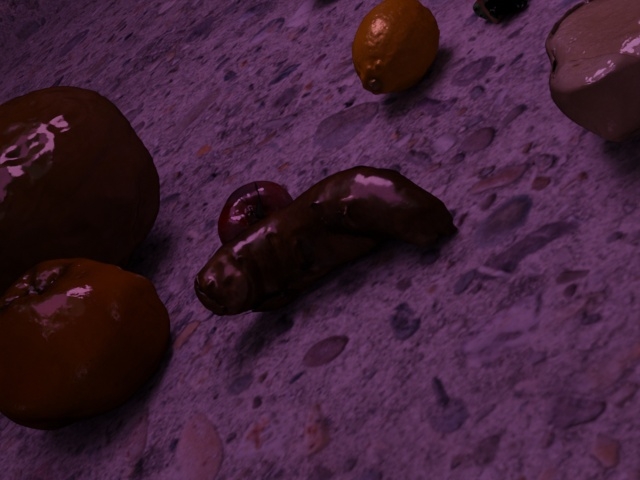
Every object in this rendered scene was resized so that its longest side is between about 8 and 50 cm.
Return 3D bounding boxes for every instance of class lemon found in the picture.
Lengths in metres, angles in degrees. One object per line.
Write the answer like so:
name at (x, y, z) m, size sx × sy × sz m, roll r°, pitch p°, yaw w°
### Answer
lemon at (0.098, -0.257, 1.487) m, size 0.114 × 0.114 × 0.155 m, roll -6°, pitch 46°, yaw 50°

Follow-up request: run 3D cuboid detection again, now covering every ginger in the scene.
ginger at (-0.001, -0.004, 1.260) m, size 0.309 × 0.107 × 0.133 m, roll -28°, pitch 16°, yaw 20°

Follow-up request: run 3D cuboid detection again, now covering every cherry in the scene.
cherry at (-0.080, -0.030, 1.425) m, size 0.106 × 0.087 × 0.126 m, roll -37°, pitch 8°, yaw 13°

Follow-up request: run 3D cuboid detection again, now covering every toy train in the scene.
toy train at (0.253, -0.347, 1.481) m, size 0.138 × 0.050 × 0.087 m, roll -53°, pitch 24°, yaw -17°

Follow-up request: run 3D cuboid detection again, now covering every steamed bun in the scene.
steamed bun at (0.308, -0.171, 1.085) m, size 0.212 × 0.110 × 0.231 m, roll -50°, pitch 20°, yaw -27°

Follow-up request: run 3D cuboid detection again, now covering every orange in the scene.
orange at (-0.320, 0.126, 1.407) m, size 0.249 × 0.183 × 0.249 m, roll -33°, pitch 26°, yaw 19°

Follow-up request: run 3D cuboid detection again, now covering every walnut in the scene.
walnut at (-0.419, -0.039, 1.637) m, size 0.398 × 0.308 × 0.354 m, roll -61°, pitch 10°, yaw -28°
